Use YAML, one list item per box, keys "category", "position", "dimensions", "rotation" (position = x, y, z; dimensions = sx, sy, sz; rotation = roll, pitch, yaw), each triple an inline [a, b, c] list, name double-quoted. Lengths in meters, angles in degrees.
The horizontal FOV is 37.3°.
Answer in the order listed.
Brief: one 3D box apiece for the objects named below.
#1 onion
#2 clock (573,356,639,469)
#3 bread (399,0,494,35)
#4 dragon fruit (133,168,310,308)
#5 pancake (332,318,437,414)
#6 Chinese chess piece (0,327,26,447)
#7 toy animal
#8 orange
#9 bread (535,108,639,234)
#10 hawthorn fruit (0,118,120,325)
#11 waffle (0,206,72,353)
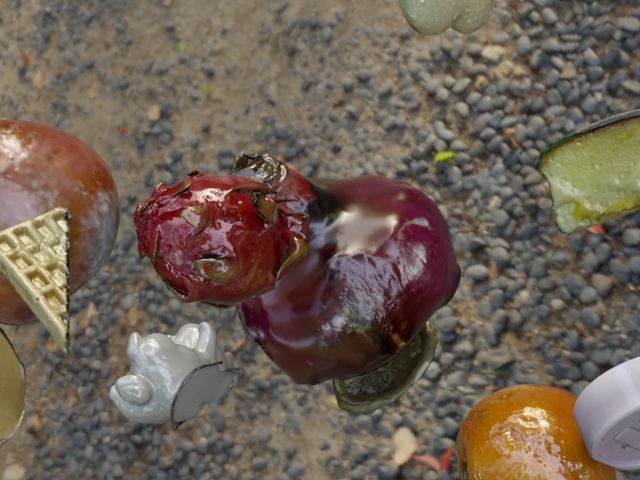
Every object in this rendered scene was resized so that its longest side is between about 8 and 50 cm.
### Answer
- category: "onion"
  position: [0.000, 0.000, 1.577]
  dimensions: [0.398, 0.420, 0.398]
  rotation: [-29, 22, 13]
- category: "clock"
  position: [0.451, 0.235, 1.295]
  dimensions: [0.197, 0.197, 0.068]
  rotation: [-36, 44, 23]
- category: "bread"
  position: [0.149, -0.397, 1.140]
  dimensions: [0.054, 0.316, 0.316]
  rotation: [1, 75, 43]
- category: "dragon fruit"
  position: [-0.090, 0.002, 0.880]
  dimensions: [0.136, 0.165, 0.133]
  rotation: [28, 117, 60]
- category: "pancake"
  position: [0.117, 0.219, 1.726]
  dimensions: [0.235, 0.029, 0.212]
  rotation: [-51, 31, -11]
- category: "Chinese chess piece"
  position: [-0.589, 0.231, 1.510]
  dimensions: [0.104, 0.257, 0.257]
  rotation: [-26, 60, 20]
- category: "toy animal"
  position: [-0.247, 0.244, 1.670]
  dimensions: [0.154, 0.325, 0.209]
  rotation: [29, 76, 21]
- category: "orange"
  position: [0.330, 0.351, 1.461]
  dimensions: [0.261, 0.261, 0.261]
  rotation: [-13, 67, 34]
- category: "bread"
  position: [0.491, -0.115, 1.511]
  dimensions: [0.251, 0.133, 0.174]
  rotation: [-18, 91, 32]
- category: "hawthorn fruit"
  position: [-0.358, -0.032, 1.087]
  dimensions: [0.263, 0.231, 0.235]
  rotation: [37, 139, 5]
- category: "waffle"
  position: [-0.237, 0.032, 0.875]
  dimensions: [0.152, 0.097, 0.023]
  rotation: [43, 138, 26]
